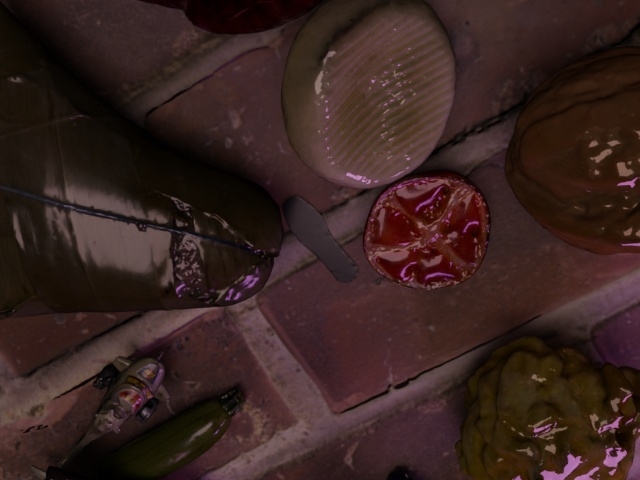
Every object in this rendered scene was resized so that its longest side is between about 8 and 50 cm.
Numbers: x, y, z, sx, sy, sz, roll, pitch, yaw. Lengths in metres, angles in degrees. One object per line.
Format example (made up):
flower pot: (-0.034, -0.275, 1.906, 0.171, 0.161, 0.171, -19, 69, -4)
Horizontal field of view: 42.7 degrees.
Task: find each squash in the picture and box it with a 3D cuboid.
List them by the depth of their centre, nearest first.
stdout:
squash: (-0.207, 0.283, 1.129, 0.252, 0.066, 0.066, -32, 104, 17)

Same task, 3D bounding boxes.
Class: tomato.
tomato: (0.123, -0.018, 0.978, 0.155, 0.069, 0.156, -1, 115, -1)

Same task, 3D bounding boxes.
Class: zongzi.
zongzi: (-0.222, -0.104, 0.941, 0.355, 0.174, 0.393, -1, 104, 2)

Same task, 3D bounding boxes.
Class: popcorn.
popcorn: (0.284, 0.235, 0.990, 0.233, 0.192, 0.266, 37, 127, -14)

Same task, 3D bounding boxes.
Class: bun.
bun: (0.044, -0.172, 0.908, 0.222, 0.127, 0.222, -10, 114, -24)

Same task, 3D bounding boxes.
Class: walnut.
walnut: (0.322, -0.088, 0.856, 0.257, 0.257, 0.224, -17, 140, 12)

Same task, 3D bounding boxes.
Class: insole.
insole: (0.000, 0.000, 1.036, 0.045, 0.002, 0.135, -37, 102, 18)

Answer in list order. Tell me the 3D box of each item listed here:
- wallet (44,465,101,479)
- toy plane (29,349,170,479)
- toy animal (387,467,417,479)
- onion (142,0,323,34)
wallet: (-0.277, 0.383, 1.142, 0.229, 0.049, 0.182, 16, 136, -10)
toy plane: (-0.295, 0.247, 1.113, 0.092, 0.108, 0.286, 40, 122, -10)
toy animal: (0.069, 0.511, 1.079, 0.302, 0.225, 0.284, 43, 126, 24)
onion: (-0.095, -0.356, 0.791, 0.313, 0.232, 0.314, 3, 111, 7)
